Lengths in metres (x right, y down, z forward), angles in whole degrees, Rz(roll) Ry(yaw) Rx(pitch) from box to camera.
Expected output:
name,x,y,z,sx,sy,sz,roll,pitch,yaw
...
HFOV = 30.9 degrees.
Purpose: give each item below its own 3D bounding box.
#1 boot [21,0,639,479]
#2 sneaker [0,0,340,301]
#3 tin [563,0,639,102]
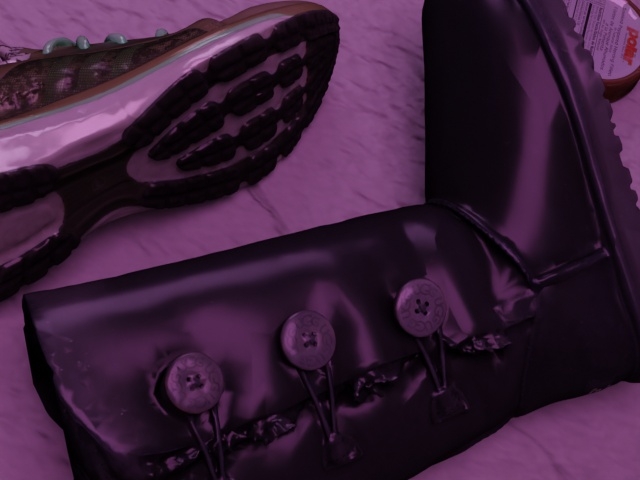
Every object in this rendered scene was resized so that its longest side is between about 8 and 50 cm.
name,x,y,z,sx,sy,sz,roll,pitch,yaw
boot,0.001,0.002,0.837,0.445,0.146,0.367,-19,79,-14
sneaker,-0.172,-0.110,0.863,0.410,0.158,0.182,-26,58,-24
tin,0.198,-0.186,1.011,0.189,0.040,0.106,19,71,-3
